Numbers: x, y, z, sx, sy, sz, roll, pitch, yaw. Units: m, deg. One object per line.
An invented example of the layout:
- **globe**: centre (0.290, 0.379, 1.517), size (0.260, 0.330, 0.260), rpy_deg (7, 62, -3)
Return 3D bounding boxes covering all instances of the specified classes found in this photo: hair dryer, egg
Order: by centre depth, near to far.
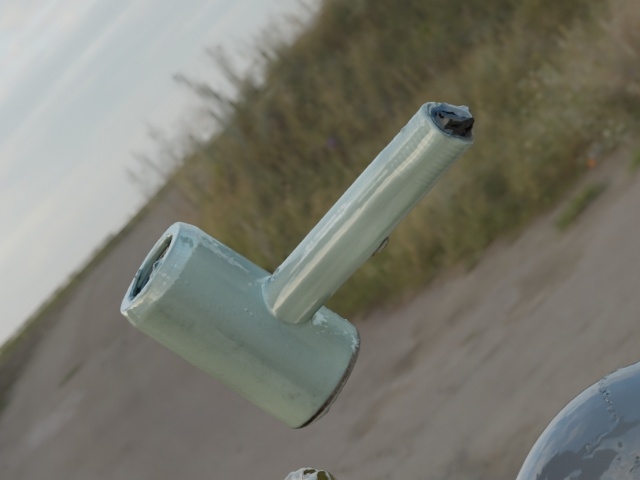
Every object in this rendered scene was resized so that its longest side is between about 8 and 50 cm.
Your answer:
- **hair dryer**: centre (0.000, 0.000, 0.947), size (0.236, 0.131, 0.073), rpy_deg (-46, 18, 35)
- **egg**: centre (0.194, 0.154, 1.010), size (0.198, 0.146, 0.146), rpy_deg (-46, 5, 10)

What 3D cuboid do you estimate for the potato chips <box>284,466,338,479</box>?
- **potato chips**: centre (-0.010, 0.233, 0.956), size (0.195, 0.062, 0.208), rpy_deg (154, 127, -71)
